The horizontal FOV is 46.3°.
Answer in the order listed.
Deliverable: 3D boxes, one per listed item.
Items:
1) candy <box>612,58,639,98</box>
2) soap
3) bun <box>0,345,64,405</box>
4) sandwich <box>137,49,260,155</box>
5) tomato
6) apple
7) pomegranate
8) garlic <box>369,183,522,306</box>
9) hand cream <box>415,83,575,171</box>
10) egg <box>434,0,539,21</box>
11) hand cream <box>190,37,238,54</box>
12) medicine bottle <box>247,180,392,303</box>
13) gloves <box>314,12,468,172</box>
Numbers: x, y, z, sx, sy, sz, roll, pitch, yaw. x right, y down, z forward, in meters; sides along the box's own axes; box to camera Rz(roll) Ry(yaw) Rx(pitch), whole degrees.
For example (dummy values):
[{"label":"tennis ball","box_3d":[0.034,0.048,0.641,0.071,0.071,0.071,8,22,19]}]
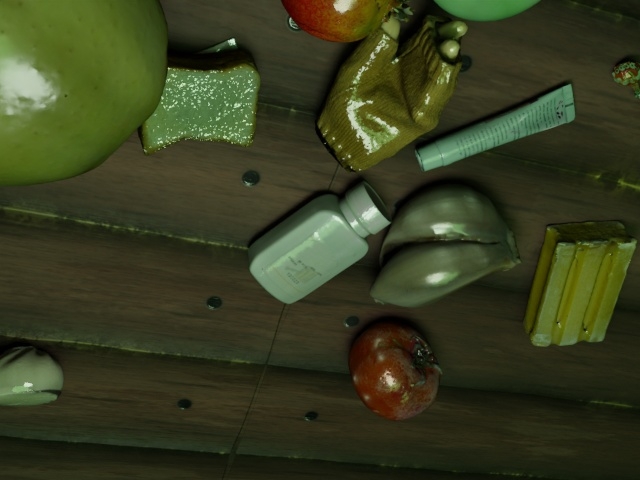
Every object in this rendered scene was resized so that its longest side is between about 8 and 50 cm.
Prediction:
[{"label":"candy","box_3d":[0.646,-0.298,1.519,0.055,0.049,0.185,-13,140,37]},{"label":"soap","box_3d":[0.601,0.106,1.767,0.199,0.091,0.315,-4,127,-7]},{"label":"bun","box_3d":[-0.652,0.292,1.641,0.173,0.120,0.173,-6,161,-2]},{"label":"sandwich","box_3d":[-0.218,-0.247,1.342,0.215,0.065,0.186,-5,133,-21]},{"label":"tomato","box_3d":[0.169,0.312,1.759,0.232,0.232,0.188,33,135,-29]},{"label":"apple","box_3d":[-0.446,-0.295,1.065,0.474,0.473,0.473,-5,126,-7]},{"label":"pomegranate","box_3d":[0.043,-0.422,1.205,0.235,0.210,0.210,13,123,-4]},{"label":"garlic","box_3d":[0.226,0.016,1.604,0.340,0.231,0.246,-22,173,25]},{"label":"hand cream","box_3d":[0.354,-0.217,1.503,0.331,0.058,0.085,-20,125,4]},{"label":"egg","box_3d":[0.290,-0.474,1.204,0.270,0.220,0.220,-25,126,0]},{"label":"hand cream","box_3d":[-0.249,-0.306,1.343,0.216,0.038,0.052,-18,151,-5]},{"label":"medicine bottle","box_3d":[0.000,0.000,1.564,0.296,0.111,0.161,-35,125,17]},{"label":"gloves","box_3d":[0.132,-0.273,1.353,0.203,0.155,0.356,52,131,2]}]
